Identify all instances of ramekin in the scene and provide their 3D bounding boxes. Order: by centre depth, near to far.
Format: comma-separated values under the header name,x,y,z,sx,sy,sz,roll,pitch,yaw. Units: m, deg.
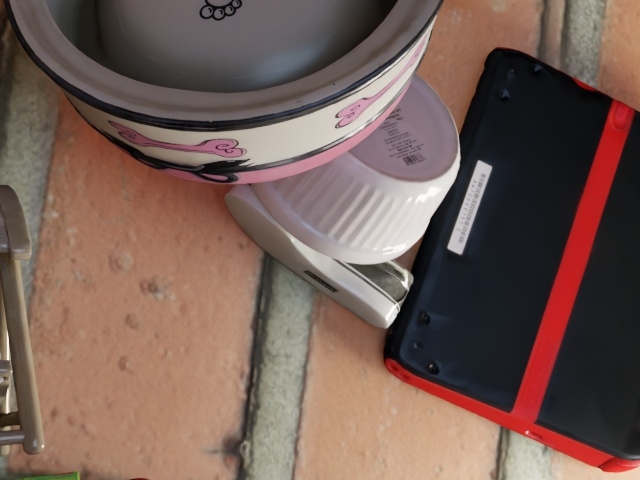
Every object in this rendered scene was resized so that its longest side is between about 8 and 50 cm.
name,x,y,z,sx,sy,sz,roll,pitch,yaw
ramekin,0.039,-0.091,1.605,0.207,0.109,0.207,19,47,-22

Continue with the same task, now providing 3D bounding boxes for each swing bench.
name,x,y,z,sx,sy,sz,roll,pitch,yaw
swing bench,-0.385,0.069,1.420,0.253,0.165,0.255,-3,84,-23

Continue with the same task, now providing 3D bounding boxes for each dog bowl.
name,x,y,z,sx,sy,sz,roll,pitch,yaw
dog bowl,-0.076,-0.228,1.509,0.408,0.150,0.408,-2,58,3

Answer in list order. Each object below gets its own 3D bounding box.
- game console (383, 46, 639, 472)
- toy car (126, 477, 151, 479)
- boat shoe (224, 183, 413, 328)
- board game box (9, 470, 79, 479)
name,x,y,z,sx,sy,sz,roll,pitch,yaw
game console,0.270,0.025,1.769,0.342,0.060,0.387,24,74,-13
toy car,-0.124,0.364,1.550,0.225,0.053,0.239,22,75,-18
boat shoe,0.000,0.000,1.644,0.219,0.078,0.070,39,71,-22
board game box,-0.305,0.267,1.486,0.181,0.043,0.092,-4,77,-23
